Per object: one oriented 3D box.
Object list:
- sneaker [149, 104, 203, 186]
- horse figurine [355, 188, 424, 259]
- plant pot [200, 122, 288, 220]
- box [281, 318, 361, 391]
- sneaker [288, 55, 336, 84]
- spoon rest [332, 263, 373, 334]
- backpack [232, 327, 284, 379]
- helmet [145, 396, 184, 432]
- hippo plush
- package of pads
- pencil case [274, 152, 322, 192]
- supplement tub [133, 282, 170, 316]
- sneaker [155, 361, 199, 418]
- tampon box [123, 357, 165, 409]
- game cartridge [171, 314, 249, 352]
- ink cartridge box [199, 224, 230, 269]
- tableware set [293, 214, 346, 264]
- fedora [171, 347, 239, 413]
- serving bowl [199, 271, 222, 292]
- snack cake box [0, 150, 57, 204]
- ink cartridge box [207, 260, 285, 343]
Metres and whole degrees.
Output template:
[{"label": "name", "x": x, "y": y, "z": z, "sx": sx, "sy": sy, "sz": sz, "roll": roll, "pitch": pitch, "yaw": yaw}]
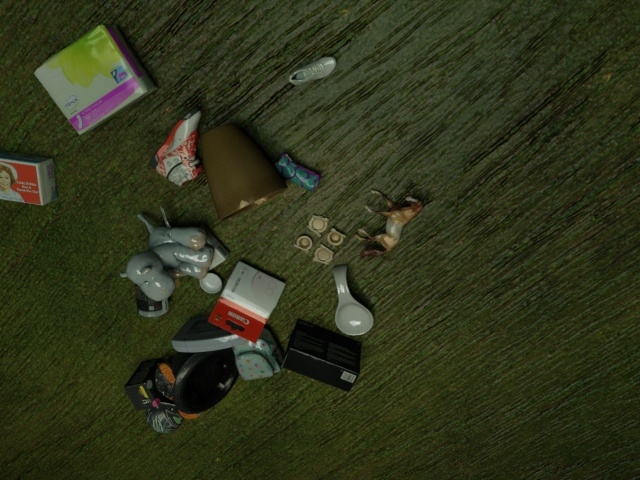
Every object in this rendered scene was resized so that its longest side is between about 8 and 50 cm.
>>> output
[{"label": "sneaker", "x": -0.419, "y": -0.292, "z": 1.513, "sx": 0.145, "sy": 0.090, "sz": 0.270, "roll": 41, "pitch": 116, "yaw": -12}, {"label": "horse figurine", "x": 0.215, "y": -0.047, "z": 1.553, "sx": 0.175, "sy": 0.066, "sz": 0.263, "roll": 20, "pitch": 113, "yaw": 5}, {"label": "plant pot", "x": -0.262, "y": -0.223, "z": 1.467, "sx": 0.237, "sy": 0.237, "sz": 0.254, "roll": -26, "pitch": 93, "yaw": 17}, {"label": "box", "x": 0.009, "y": 0.415, "z": 1.719, "sx": 0.261, "sy": 0.184, "sz": 0.103, "roll": 22, "pitch": 117, "yaw": -2}, {"label": "sneaker", "x": -0.023, "y": -0.494, "z": 1.387, "sx": 0.152, "sy": 0.061, "sz": 0.053, "roll": -20, "pitch": 108, "yaw": 14}, {"label": "spoon rest", "x": 0.101, "y": 0.225, "z": 1.678, "sx": 0.137, "sy": 0.084, "sz": 0.276, "roll": -13, "pitch": 111, "yaw": 13}, {"label": "backpack", "x": -0.244, "y": 0.423, "z": 1.780, "sx": 0.166, "sy": 0.144, "sz": 0.188, "roll": -12, "pitch": 109, "yaw": 18}, {"label": "helmet", "x": -0.635, "y": 0.705, "z": 1.942, "sx": 0.170, "sy": 0.161, "sz": 0.169, "roll": 3, "pitch": 114, "yaw": 6}, {"label": "hippo plush", "x": -0.511, "y": 0.061, "z": 1.564, "sx": 0.234, "sy": 0.236, "sz": 0.294, "roll": -15, "pitch": 116, "yaw": 30}, {"label": "package of pads", "x": -0.691, "y": -0.494, "z": 1.449, "sx": 0.297, "sy": 0.101, "sz": 0.229, "roll": -25, "pitch": 109, "yaw": 17}, {"label": "pencil case", "x": -0.072, "y": -0.218, "z": 1.513, "sx": 0.152, "sy": 0.064, "sz": 0.070, "roll": 30, "pitch": 130, "yaw": -7}, {"label": "supplement tub", "x": -0.619, "y": 0.174, "z": 1.729, "sx": 0.117, "sy": 0.117, "sz": 0.190, "roll": 5, "pitch": 115, "yaw": 5}, {"label": "sneaker", "x": -0.568, "y": 0.588, "z": 1.905, "sx": 0.099, "sy": 0.121, "sz": 0.262, "roll": -26, "pitch": 105, "yaw": 6}, {"label": "tampon box", "x": -0.683, "y": 0.572, "z": 1.890, "sx": 0.102, "sy": 0.161, "sz": 0.120, "roll": -14, "pitch": 112, "yaw": 13}, {"label": "game cartridge", "x": -0.379, "y": 0.330, "z": 1.724, "sx": 0.294, "sy": 0.196, "sz": 0.060, "roll": -10, "pitch": 105, "yaw": 12}, {"label": "ink cartridge box", "x": -0.432, "y": 0.042, "z": 1.699, "sx": 0.179, "sy": 0.045, "sz": 0.145, "roll": -28, "pitch": 109, "yaw": 37}, {"label": "tableware set", "x": 0.000, "y": 0.000, "z": 1.625, "sx": 0.141, "sy": 0.020, "sz": 0.168, "roll": 31, "pitch": 114, "yaw": -6}, {"label": "fedora", "x": -0.460, "y": 0.495, "z": 1.809, "sx": 0.153, "sy": 0.334, "sz": 0.334, "roll": 31, "pitch": 120, "yaw": 32}, {"label": "serving bowl", "x": -0.400, "y": 0.151, "z": 1.739, "sx": 0.083, "sy": 0.027, "sz": 0.083, "roll": 3, "pitch": 115, "yaw": 6}, {"label": "snack cake box", "x": -1.061, "y": -0.221, "z": 1.625, "sx": 0.265, "sy": 0.089, "sz": 0.152, "roll": 9, "pitch": 113, "yaw": 3}, {"label": "ink cartridge box", "x": -0.253, "y": 0.211, "z": 1.646, "sx": 0.189, "sy": 0.232, "sz": 0.066, "roll": 27, "pitch": 145, "yaw": -5}]
